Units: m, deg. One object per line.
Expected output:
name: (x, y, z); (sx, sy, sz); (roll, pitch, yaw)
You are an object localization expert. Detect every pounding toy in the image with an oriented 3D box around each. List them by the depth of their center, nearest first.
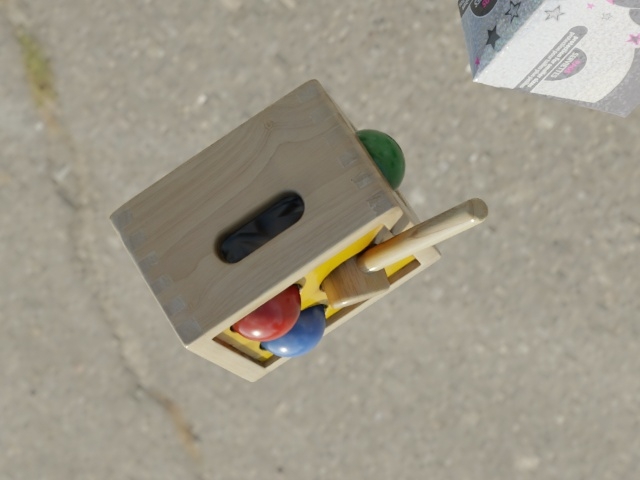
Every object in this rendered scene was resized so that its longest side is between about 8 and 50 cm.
pounding toy: (0.000, 0.000, 0.853); (0.100, 0.141, 0.130); (58, -175, 17)

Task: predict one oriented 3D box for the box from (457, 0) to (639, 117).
box: (0.235, -0.231, 1.522); (0.163, 0.142, 0.247); (10, 143, -27)
